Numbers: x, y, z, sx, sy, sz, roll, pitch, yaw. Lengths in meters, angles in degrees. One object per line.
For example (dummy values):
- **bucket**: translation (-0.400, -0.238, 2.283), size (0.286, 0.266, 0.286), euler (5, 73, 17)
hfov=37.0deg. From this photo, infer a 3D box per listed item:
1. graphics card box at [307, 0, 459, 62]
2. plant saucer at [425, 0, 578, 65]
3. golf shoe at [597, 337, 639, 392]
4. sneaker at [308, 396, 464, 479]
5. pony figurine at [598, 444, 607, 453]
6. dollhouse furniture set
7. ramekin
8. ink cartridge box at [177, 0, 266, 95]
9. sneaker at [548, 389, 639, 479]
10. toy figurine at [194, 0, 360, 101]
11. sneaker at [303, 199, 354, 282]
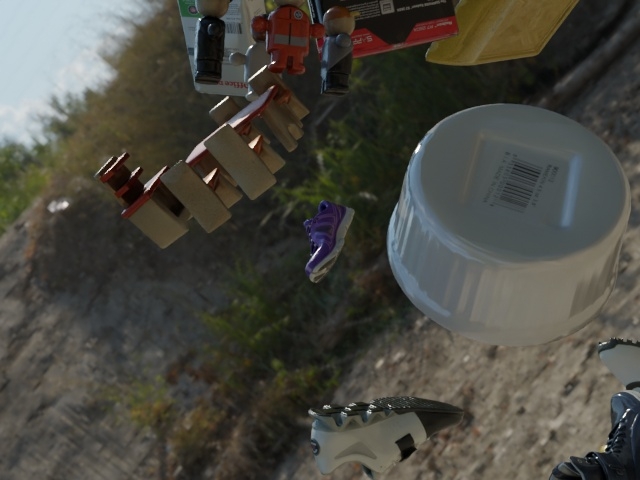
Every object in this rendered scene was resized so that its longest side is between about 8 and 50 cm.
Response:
- **graphics card box**: translation (0.077, -0.497, 1.586), size (0.232, 0.371, 0.094), euler (-14, 8, -10)
- **plant saucer**: translation (0.409, -0.472, 1.904), size (0.332, 0.081, 0.333), euler (-17, -29, -41)
- **golf shoe**: translation (0.617, 0.283, 1.755), size (0.120, 0.273, 0.105), euler (-56, 6, -31)
- **sneaker**: translation (0.131, 0.389, 1.884), size (0.122, 0.330, 0.146), euler (-175, 83, -68)
- **pony figurine**: translation (0.554, 0.430, 1.637), size (0.351, 0.303, 0.363), euler (-18, 6, 38)
- **dollhouse furniture set**: translation (-0.157, -0.116, 1.260), size (0.259, 0.135, 0.262), euler (-35, 16, 23)
- **ramekin**: translation (0.218, -0.030, 1.102), size (0.277, 0.277, 0.135), euler (-56, -20, -33)
- **ink cartridge box**: translation (-0.184, -0.400, 1.895), size (0.087, 0.153, 0.208), euler (-54, -35, -48)
- **sneaker**: translation (0.385, 0.287, 1.294), size (0.226, 0.163, 0.086), euler (-92, 13, -50)
- **toy figurine**: translation (-0.065, -0.292, 1.371), size (0.213, 0.209, 0.148), euler (-1, 84, 33)
- **sneaker**: translation (0.000, 0.000, 1.533), size (0.170, 0.071, 0.068), euler (-70, 6, -49)
